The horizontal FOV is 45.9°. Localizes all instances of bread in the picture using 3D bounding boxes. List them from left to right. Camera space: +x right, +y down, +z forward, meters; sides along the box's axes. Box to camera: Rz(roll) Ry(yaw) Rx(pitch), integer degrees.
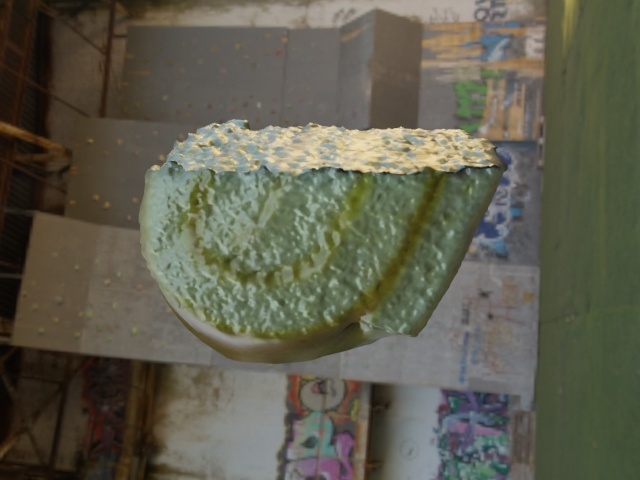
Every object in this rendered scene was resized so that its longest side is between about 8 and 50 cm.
[{"bbox_3d":[0.008,0.005,0.905,0.239,0.395,0.264,-66,-22,-72],"label":"bread"}]
